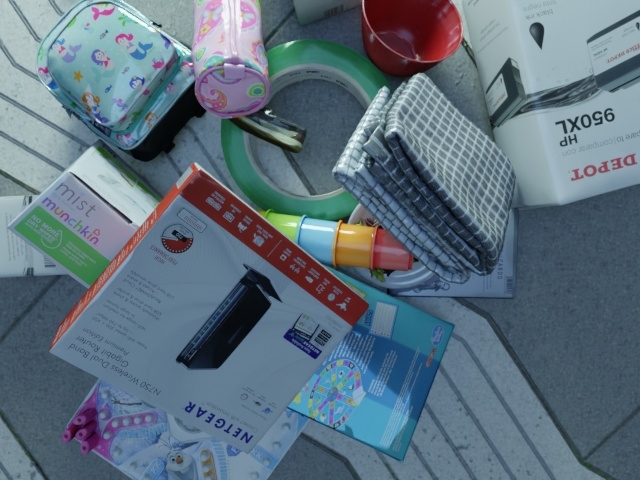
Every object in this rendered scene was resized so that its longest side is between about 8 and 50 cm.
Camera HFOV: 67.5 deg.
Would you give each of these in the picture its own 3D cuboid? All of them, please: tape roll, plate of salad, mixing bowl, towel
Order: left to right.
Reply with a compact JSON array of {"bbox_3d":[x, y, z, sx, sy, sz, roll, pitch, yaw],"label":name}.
[{"bbox_3d":[-0.016,-0.192,0.875,0.320,0.077,0.322,0,94,3],"label":"tape roll"},{"bbox_3d":[0.144,-0.002,0.848,0.199,0.048,0.200,-1,109,-2],"label":"plate of salad"},{"bbox_3d":[0.142,-0.356,0.832,0.181,0.098,0.182,5,71,-15],"label":"mixing bowl"},{"bbox_3d":[0.182,-0.106,0.744,0.283,0.235,0.121,43,139,-15],"label":"towel"}]

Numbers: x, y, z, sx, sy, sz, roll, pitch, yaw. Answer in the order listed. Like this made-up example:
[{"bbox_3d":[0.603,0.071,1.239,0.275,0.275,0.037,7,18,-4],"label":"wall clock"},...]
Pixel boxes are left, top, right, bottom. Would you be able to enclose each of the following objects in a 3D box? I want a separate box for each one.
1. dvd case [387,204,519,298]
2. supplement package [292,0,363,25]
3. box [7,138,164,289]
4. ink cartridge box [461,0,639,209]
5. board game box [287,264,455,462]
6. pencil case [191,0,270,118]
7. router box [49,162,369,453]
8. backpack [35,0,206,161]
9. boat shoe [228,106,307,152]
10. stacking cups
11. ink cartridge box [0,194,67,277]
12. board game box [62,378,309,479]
[{"bbox_3d":[0.247,0.018,0.901,0.238,0.029,0.180,1,94,2],"label":"dvd case"},{"bbox_3d":[-0.015,-0.531,0.822,0.138,0.134,0.244,-17,93,4],"label":"supplement package"},{"bbox_3d":[-0.316,-0.013,0.781,0.126,0.231,0.262,-40,117,5],"label":"box"},{"bbox_3d":[0.439,-0.275,0.796,0.285,0.166,0.395,-15,93,-2],"label":"ink cartridge box"},{"bbox_3d":[0.037,0.200,0.868,0.335,0.079,0.254,25,79,1],"label":"board game box"},{"bbox_3d":[-0.150,-0.340,0.789,0.124,0.124,0.284,-9,62,3],"label":"pencil case"},{"bbox_3d":[-0.143,0.110,0.702,0.335,0.082,0.301,39,89,-25],"label":"router box"},{"bbox_3d":[-0.352,-0.292,0.833,0.253,0.191,0.225,39,86,7],"label":"backpack"},{"bbox_3d":[-0.095,-0.201,0.817,0.152,0.056,0.049,27,83,-3],"label":"boat shoe"},{"bbox_3d":[0.000,0.000,0.811,0.315,0.096,0.096,6,94,8],"label":"stacking cups"},{"bbox_3d":[-0.526,-0.010,0.903,0.202,0.086,0.148,-2,93,3],"label":"ink cartridge box"},{"bbox_3d":[-0.247,0.337,0.933,0.389,0.050,0.390,35,95,0],"label":"board game box"}]
